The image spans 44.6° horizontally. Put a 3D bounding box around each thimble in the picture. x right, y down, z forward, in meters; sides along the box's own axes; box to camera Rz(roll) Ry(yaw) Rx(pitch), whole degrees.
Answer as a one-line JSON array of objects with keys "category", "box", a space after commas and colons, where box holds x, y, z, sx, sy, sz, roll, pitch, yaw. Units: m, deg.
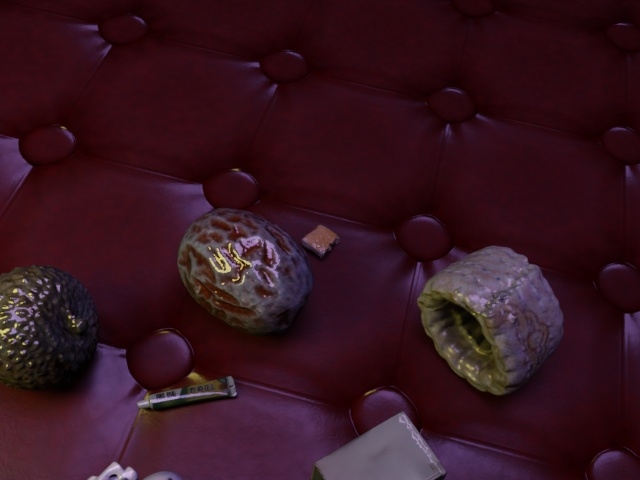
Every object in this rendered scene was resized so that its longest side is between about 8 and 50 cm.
[{"category": "thimble", "box": [0.362, 0.159, 1.648, 0.195, 0.291, 0.291, -33, 63, -26]}]

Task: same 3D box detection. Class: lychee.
[{"category": "lychee", "box": [-0.584, 0.178, 1.583, 0.274, 0.255, 0.255, -14, 49, 24]}]

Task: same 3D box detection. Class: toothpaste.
[{"category": "toothpaste", "box": [-0.277, 0.322, 1.622, 0.204, 0.031, 0.049, -9, 55, -15]}]

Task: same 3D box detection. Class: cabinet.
[{"category": "cabinet", "box": [0.105, 0.459, 1.486, 0.206, 0.145, 0.150, -24, 59, -22]}]

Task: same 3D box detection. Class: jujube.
[{"category": "jujube", "box": [-0.158, 0.070, 1.692, 0.308, 0.247, 0.215, 22, 10, 24]}]

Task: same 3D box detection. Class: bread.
[{"category": "bread", "box": [0.000, 0.000, 1.891, 0.070, 0.035, 0.083, 30, 50, 16]}]

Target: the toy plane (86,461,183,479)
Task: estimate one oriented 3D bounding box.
[{"category": "toy plane", "box": [-0.342, 0.522, 1.418, 0.244, 0.117, 0.245, 9, 60, -17]}]
